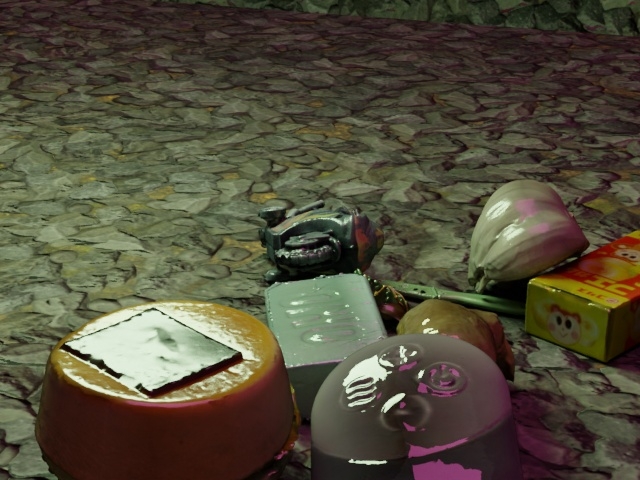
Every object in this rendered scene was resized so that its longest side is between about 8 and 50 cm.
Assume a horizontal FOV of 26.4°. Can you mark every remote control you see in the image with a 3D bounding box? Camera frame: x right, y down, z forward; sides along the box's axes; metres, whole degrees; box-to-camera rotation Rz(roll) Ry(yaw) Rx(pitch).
[{"bbox_3d":[0.098,0.222,1.441,0.221,0.103,0.332,-12,40,8],"label":"remote control"}]

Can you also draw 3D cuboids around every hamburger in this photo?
[{"bbox_3d":[-0.162,0.190,1.484,0.300,0.176,0.300,2,23,-1],"label":"hamburger"}]

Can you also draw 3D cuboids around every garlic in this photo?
[{"bbox_3d":[0.287,-0.012,1.970,0.178,0.143,0.229,-18,4,-2],"label":"garlic"}]

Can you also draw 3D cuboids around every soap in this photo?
[{"bbox_3d":[0.009,0.132,1.747,0.150,0.094,0.261,-2,23,-6],"label":"soap"}]

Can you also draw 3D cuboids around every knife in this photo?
[{"bbox_3d":[0.179,0.081,1.979,0.293,0.020,0.043,10,20,23],"label":"knife"}]

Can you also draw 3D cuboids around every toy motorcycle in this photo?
[{"bbox_3d":[0.000,0.000,2.016,0.173,0.108,0.307,-7,9,-6],"label":"toy motorcycle"}]

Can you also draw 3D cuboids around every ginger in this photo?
[{"bbox_3d":[0.161,0.144,1.671,0.152,0.138,0.267,12,19,12],"label":"ginger"}]

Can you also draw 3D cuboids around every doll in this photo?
[{"bbox_3d":[0.084,0.078,1.906,0.113,0.076,0.078,1,23,-1],"label":"doll"}]

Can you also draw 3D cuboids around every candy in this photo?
[{"bbox_3d":[0.427,0.073,1.921,0.146,0.088,0.276,21,29,39],"label":"candy"}]
